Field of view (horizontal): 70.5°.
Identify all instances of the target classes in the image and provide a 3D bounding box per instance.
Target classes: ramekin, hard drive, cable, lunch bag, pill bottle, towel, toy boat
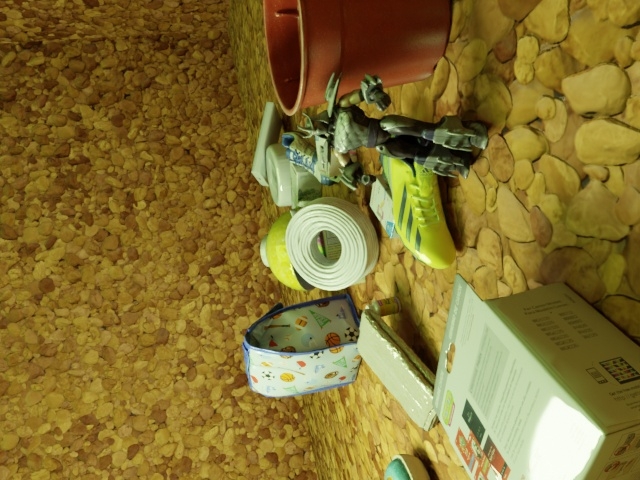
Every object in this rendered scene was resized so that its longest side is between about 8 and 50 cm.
[{"bbox_3d":[-0.130,-0.268,1.825,0.277,0.135,0.277,170,90,-75],"label":"ramekin"},{"bbox_3d":[-0.227,-0.408,1.948,0.203,0.040,0.307,61,-141,-79],"label":"hard drive"},{"bbox_3d":[0.028,0.009,1.237,0.089,0.257,0.257,-28,-72,-58],"label":"cable"},{"bbox_3d":[-0.070,0.373,1.556,0.327,0.386,0.239,94,159,-46],"label":"lunch bag"},{"bbox_3d":[0.158,0.170,1.146,0.043,0.083,0.043,169,90,-75],"label":"pill bottle"},{"bbox_3d":[0.187,0.305,1.082,0.282,0.049,0.187,48,152,33],"label":"towel"},{"bbox_3d":[0.232,0.685,1.105,0.318,0.148,0.267,-177,77,-75],"label":"toy boat"}]

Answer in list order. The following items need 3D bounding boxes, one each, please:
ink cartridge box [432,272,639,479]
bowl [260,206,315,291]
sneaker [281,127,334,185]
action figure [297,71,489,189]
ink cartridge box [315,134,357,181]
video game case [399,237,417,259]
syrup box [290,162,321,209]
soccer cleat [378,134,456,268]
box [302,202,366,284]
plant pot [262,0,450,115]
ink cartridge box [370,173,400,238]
[{"bbox_3d":[0.284,0.225,0.620,0.272,0.130,0.309,-118,23,-53],"label":"ink cartridge box"},{"bbox_3d":[-0.110,0.032,1.545,0.289,0.156,0.289,-3,-90,-69],"label":"bowl"},{"bbox_3d":[-0.045,-0.272,1.514,0.296,0.131,0.112,-118,24,-45],"label":"sneaker"},{"bbox_3d":[0.104,-0.167,0.717,0.185,0.285,0.099,98,180,-47],"label":"action figure"},{"bbox_3d":[0.045,-0.240,1.270,0.092,0.090,0.143,-137,38,-67],"label":"ink cartridge box"},{"bbox_3d":[0.191,-0.049,1.007,0.166,0.015,0.119,-119,24,-51],"label":"video game case"},{"bbox_3d":[-0.053,-0.178,1.680,0.096,0.093,0.236,-118,23,-50],"label":"syrup box"},{"bbox_3d":[0.186,-0.088,0.850,0.121,0.093,0.289,125,132,-61],"label":"soccer cleat"},{"bbox_3d":[0.038,0.003,1.417,0.213,0.117,0.243,-148,49,-70],"label":"box"},{"bbox_3d":[0.058,-0.370,0.786,0.272,0.265,0.272,170,90,-76],"label":"plant pot"},{"bbox_3d":[0.156,-0.078,0.983,0.122,0.052,0.088,-114,20,-44],"label":"ink cartridge box"}]
